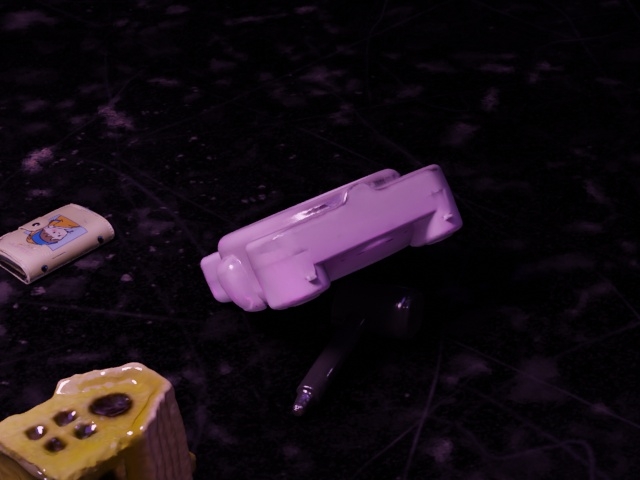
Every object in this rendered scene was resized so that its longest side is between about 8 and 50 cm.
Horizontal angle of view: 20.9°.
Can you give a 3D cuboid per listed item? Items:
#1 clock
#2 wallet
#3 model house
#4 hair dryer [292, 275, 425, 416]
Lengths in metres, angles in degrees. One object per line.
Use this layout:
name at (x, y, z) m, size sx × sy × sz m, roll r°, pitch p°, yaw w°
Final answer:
clock at (0.000, 0.000, 2.290) m, size 0.295 × 0.113 × 0.322 m, roll -24°, pitch 3°, yaw -26°
wallet at (-0.395, -0.001, 2.529) m, size 0.155 × 0.039 × 0.110 m, roll -30°, pitch 40°, yaw -34°
model house at (-0.250, 0.257, 1.956) m, size 0.175 × 0.193 × 0.234 m, roll 18°, pitch 40°, yaw 38°
hair dryer at (0.038, 0.139, 2.212) m, size 0.114 × 0.070 × 0.248 m, roll 10°, pitch 39°, yaw 24°
